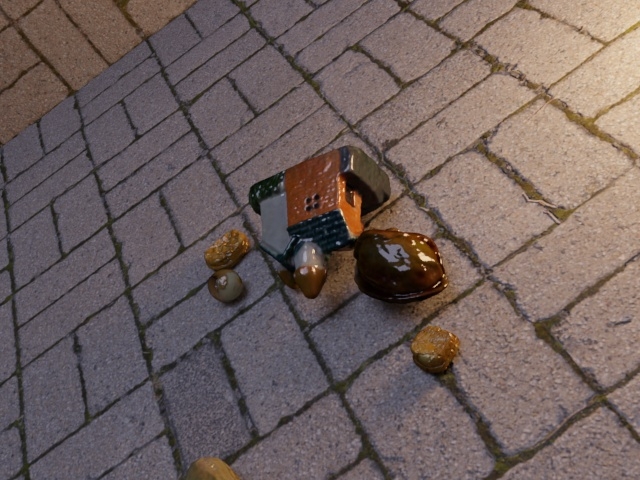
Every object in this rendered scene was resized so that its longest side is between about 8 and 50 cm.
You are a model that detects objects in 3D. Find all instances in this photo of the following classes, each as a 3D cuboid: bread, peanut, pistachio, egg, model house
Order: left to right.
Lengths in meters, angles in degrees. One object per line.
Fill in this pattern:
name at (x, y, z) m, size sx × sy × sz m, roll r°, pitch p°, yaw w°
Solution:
egg at (-0.205, 0.096, 1.782) m, size 0.071 × 0.071 × 0.083 m, roll -51°, pitch 27°, yaw -17°
peanut at (-0.156, 0.434, 1.364) m, size 0.098 × 0.090 × 0.214 m, roll -52°, pitch 38°, yaw -8°
bread at (-0.211, 0.024, 1.882) m, size 0.111 × 0.044 × 0.083 m, roll -43°, pitch 38°, yaw -11°
model house at (0.000, 0.000, 1.649) m, size 0.272 × 0.190 × 0.300 m, roll -19°, pitch 51°, yaw 26°
pistachio at (0.144, 0.044, 1.505) m, size 0.165 × 0.130 × 0.210 m, roll -43°, pitch 45°, yaw -13°
bread at (0.189, 0.181, 1.390) m, size 0.081 × 0.046 × 0.083 m, roll -13°, pitch 41°, yaw 21°
